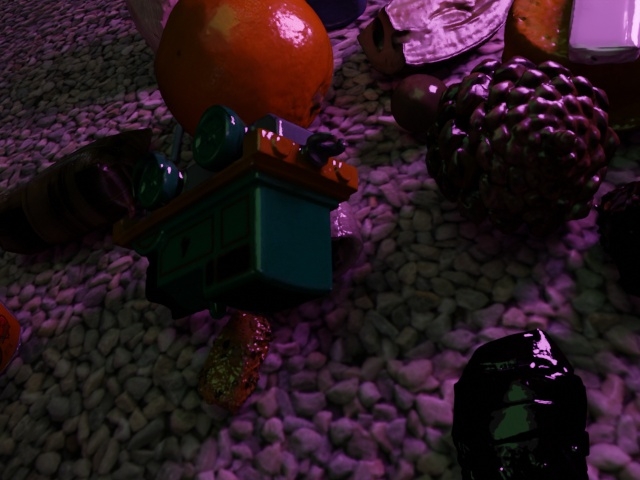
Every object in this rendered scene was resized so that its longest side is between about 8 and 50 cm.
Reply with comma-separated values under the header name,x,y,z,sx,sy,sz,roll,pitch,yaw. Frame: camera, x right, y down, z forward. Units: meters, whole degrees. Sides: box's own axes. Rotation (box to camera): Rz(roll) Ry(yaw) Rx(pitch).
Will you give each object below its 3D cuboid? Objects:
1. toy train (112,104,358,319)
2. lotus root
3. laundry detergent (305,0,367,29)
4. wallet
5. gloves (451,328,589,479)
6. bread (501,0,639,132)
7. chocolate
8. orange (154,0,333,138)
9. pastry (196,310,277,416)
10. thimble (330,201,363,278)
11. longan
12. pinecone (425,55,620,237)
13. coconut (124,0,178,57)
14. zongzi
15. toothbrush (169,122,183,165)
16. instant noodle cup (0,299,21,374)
name,x,y,z,sx,sy,sz,roll,pitch,yaw
toy train,-0.122,-0.013,0.851,0.429,0.178,0.249,-24,61,41
lotus root,0.218,-0.420,1.188,0.314,0.142,0.210,-33,84,-14
laundry detergent,0.027,-0.590,1.438,0.143,0.094,0.290,-16,43,16
wallet,0.388,-0.308,0.859,0.095,0.033,0.190,7,59,25
gloves,0.209,0.211,0.646,0.164,0.124,0.203,-33,36,16
bread,0.417,-0.296,0.963,0.312,0.172,0.312,-11,50,14
chocolate,0.387,-0.019,0.772,0.156,0.156,0.133,-29,28,-5
orange,-0.127,-0.300,1.095,0.312,0.312,0.312,-11,47,12
pastry,-0.115,0.161,0.851,0.080,0.056,0.140,13,50,21
thimble,0.000,0.000,0.911,0.115,0.102,0.090,-47,35,31
longan,0.173,-0.227,1.057,0.119,0.106,0.106,-1,34,-36
pinecone,0.261,-0.133,0.847,0.243,0.243,0.257,-13,26,11
coconut,-0.291,-0.546,1.405,0.297,0.254,0.297,-10,49,12
zongzi,-0.451,-0.111,1.184,0.286,0.134,0.288,-19,33,11
toothbrush,-0.286,-0.228,1.283,0.016,0.019,0.220,-9,48,7
instant noodle cup,-0.586,0.134,0.974,0.215,0.172,0.216,-11,48,12
